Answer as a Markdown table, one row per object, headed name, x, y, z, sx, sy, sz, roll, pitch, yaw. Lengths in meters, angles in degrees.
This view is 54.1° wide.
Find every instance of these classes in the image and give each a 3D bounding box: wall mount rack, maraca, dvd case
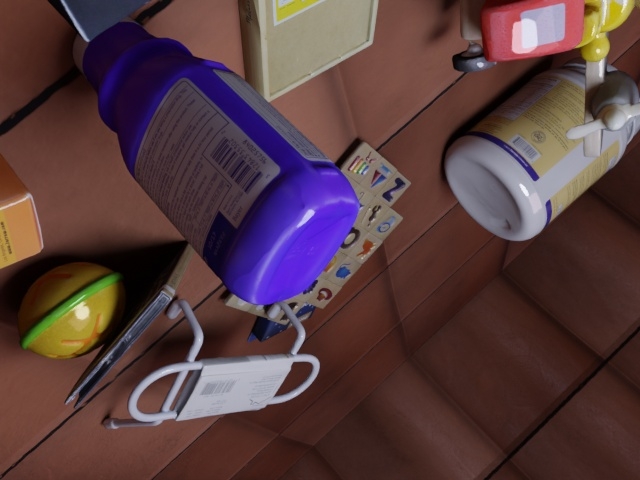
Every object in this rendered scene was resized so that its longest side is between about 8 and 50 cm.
| name | x | y | z | sx | sy | sz | roll | pitch | yaw |
| --- | --- | --- | --- | --- | --- | --- | --- | --- | --- |
| wall mount rack | -0.184 | 0.232 | 1.024 | 0.350 | 0.130 | 0.304 | 7 | 123 | -44 |
| maraca | -0.276 | 0.079 | 0.711 | 0.127 | 0.099 | 0.186 | -35 | -179 | -15 |
| dvd case | -0.219 | 0.089 | 0.754 | 0.164 | 0.018 | 0.221 | -48 | -167 | 7 |

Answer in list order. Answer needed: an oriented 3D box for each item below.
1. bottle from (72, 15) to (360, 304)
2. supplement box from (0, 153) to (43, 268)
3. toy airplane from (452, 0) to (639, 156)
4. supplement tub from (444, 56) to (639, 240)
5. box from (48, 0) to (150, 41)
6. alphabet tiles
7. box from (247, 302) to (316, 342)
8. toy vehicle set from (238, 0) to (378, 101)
| name | x | y | z | sx | sy | sz | roll | pitch | yaw |
| --- | --- | --- | --- | --- | --- | --- | --- | --- | --- |
| bottle | -0.097 | -0.080 | 0.495 | 0.092 | 0.283 | 0.118 | -7 | 136 | -54 |
| supplement box | -0.351 | 0.008 | 0.491 | 0.233 | 0.078 | 0.080 | -30 | 152 | -32 |
| toy airplane | 0.380 | -0.341 | 0.837 | 0.386 | 0.272 | 0.384 | 24 | 87 | -46 |
| supplement tub | 0.436 | -0.183 | 1.234 | 0.331 | 0.241 | 0.241 | -39 | 156 | -13 |
| box | -0.128 | -0.228 | 0.365 | 0.158 | 0.156 | 0.093 | -38 | 157 | -13 |
| alphabet tiles | 0.000 | 0.000 | 1.046 | 0.342 | 0.011 | 0.285 | -49 | 144 | 10 |
| box | -0.052 | 0.113 | 1.191 | 0.136 | 0.036 | 0.225 | -22 | 149 | -41 |
| toy vehicle set | -0.006 | -0.277 | 0.626 | 0.166 | 0.035 | 0.267 | -34 | 154 | -22 |
